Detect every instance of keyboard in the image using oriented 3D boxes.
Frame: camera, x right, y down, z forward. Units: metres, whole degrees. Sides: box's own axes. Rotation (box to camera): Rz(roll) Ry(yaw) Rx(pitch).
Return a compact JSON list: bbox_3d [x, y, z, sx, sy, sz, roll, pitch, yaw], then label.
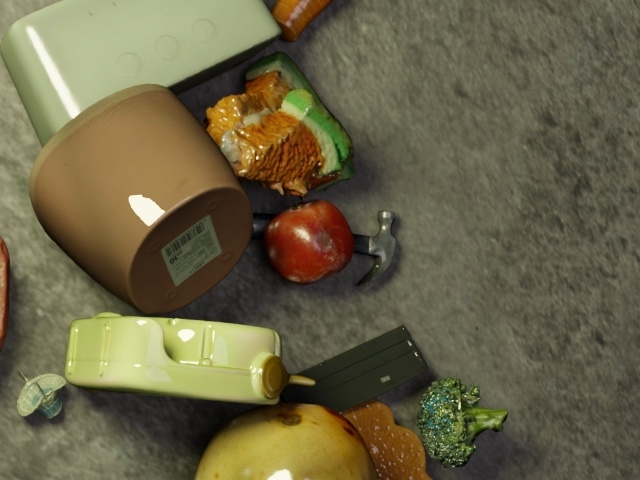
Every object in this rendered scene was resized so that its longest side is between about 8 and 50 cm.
[{"bbox_3d":[0.102,0.212,2.097,0.381,0.041,0.103,-23,73,-22],"label":"keyboard"}]

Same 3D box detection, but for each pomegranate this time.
[{"bbox_3d":[-0.050,0.411,1.872,0.319,0.319,0.319,2,86,-28],"label":"pomegranate"}]

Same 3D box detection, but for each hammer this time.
[{"bbox_3d":[0.000,0.000,2.067,0.289,0.037,0.137,8,81,-28],"label":"hammer"}]

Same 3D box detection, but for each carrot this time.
[{"bbox_3d":[-0.015,-0.428,2.063,0.087,0.087,0.193,49,68,-17],"label":"carrot"}]

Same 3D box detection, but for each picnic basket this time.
[{"bbox_3d":[-0.423,0.228,1.811,0.083,0.065,0.083,-41,128,-15],"label":"picnic basket"}]

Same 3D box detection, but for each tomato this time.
[{"bbox_3d":[-0.006,-0.001,1.990,0.159,0.091,0.139,-22,96,-32],"label":"tomato"}]

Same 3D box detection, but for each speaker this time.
[{"bbox_3d":[-0.279,-0.304,1.859,0.406,0.183,0.184,-30,95,-26],"label":"speaker"}]

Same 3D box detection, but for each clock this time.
[{"bbox_3d":[-0.188,0.181,1.815,0.348,0.286,0.117,9,81,-31],"label":"clock"}]

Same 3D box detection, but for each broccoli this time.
[{"bbox_3d":[0.247,0.315,2.106,0.160,0.167,0.155,6,94,-1],"label":"broccoli"}]

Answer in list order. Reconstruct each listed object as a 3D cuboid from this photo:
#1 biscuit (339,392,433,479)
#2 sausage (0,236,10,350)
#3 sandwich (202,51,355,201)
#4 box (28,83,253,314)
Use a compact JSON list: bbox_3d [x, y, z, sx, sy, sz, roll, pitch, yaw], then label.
[{"bbox_3d":[0.110,0.402,2.068,0.186,0.044,0.295,-16,79,-31],"label":"biscuit"},{"bbox_3d":[-0.514,0.083,1.725,0.148,0.148,0.255,-2,89,-29],"label":"sausage"},{"bbox_3d":[-0.062,-0.178,1.929,0.301,0.162,0.250,-32,95,-52],"label":"sandwich"},{"bbox_3d":[-0.247,-0.050,1.755,0.301,0.301,0.216,-30,57,-27],"label":"box"}]
